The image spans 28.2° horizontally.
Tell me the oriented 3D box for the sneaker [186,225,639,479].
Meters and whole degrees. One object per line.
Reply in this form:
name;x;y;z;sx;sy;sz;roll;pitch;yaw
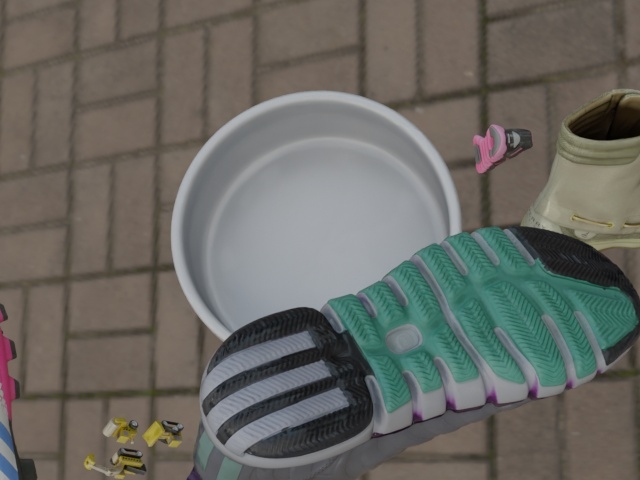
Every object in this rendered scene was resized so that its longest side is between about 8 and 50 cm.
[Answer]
sneaker;0.040;0.058;0.575;0.083;0.223;0.098;64;149;25

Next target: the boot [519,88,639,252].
boot;0.301;-0.070;1.212;0.165;0.213;0.077;100;149;-45

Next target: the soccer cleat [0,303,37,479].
soccer cleat;-0.400;0.183;1.380;0.116;0.143;0.331;-28;74;62

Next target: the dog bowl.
dog bowl;0.000;0.000;1.191;0.265;0.104;0.265;-2;74;6

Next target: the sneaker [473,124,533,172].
sneaker;0.212;-0.107;1.473;0.057;0.119;0.047;-8;87;-9

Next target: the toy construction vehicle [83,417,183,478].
toy construction vehicle;-0.219;0.247;1.504;0.086;0.098;0.035;-48;45;24
